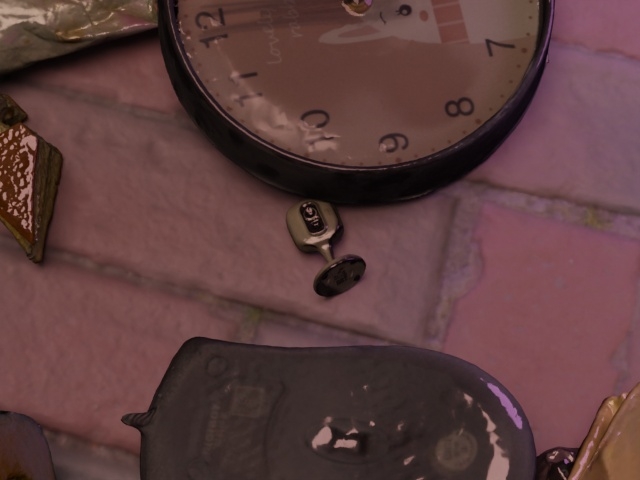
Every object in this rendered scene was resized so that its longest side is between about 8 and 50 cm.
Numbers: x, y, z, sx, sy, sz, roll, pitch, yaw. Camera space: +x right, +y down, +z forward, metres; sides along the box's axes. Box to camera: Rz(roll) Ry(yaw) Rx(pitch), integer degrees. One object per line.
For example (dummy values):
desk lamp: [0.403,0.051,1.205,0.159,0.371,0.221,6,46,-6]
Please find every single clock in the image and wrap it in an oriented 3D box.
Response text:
clock: [0.036,-0.226,1.601,0.386,0.076,0.386,1,74,-3]

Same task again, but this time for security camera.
security camera: [0.000,0.000,1.578,0.058,0.058,0.092,-29,62,-4]

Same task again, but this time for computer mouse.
computer mouse: [0.006,0.187,1.473,0.371,0.122,0.188,7,69,16]

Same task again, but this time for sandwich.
sandwich: [-0.316,-0.095,1.621,0.088,0.090,0.244,-40,72,-5]

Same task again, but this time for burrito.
burrito: [-0.244,-0.247,1.669,0.228,0.089,0.144,-13,89,-3]

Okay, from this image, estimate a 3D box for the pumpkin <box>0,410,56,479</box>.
pumpkin: [-0.362,0.272,1.411,0.196,0.263,0.293,6,69,12]

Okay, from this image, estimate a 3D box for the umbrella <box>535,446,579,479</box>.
umbrella: [0.204,0.341,1.421,0.067,0.073,0.337,5,72,-2]

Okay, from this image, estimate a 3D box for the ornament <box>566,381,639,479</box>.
ornament: [0.270,0.220,1.422,0.180,0.059,0.201,4,66,-34]
